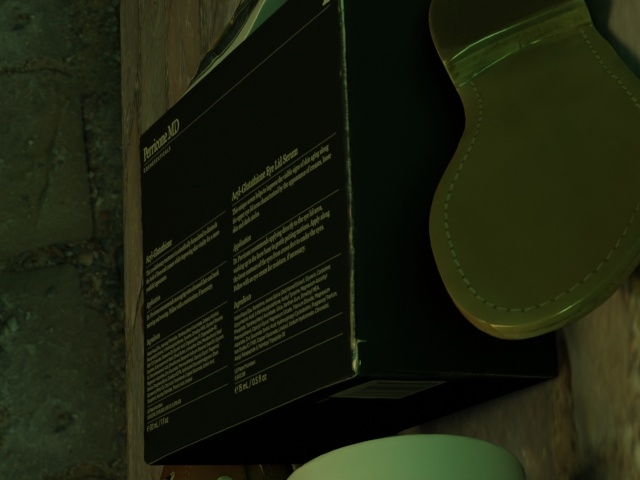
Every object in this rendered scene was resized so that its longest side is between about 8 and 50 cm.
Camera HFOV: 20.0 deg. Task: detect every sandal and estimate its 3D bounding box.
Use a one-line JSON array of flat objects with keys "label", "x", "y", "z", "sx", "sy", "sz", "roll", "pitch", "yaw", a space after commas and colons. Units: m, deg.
[{"label": "sandal", "x": 0.091, "y": -0.021, "z": 0.675, "sx": 0.240, "sy": 0.088, "sz": 0.079, "roll": -93, "pitch": -22, "yaw": -54}]

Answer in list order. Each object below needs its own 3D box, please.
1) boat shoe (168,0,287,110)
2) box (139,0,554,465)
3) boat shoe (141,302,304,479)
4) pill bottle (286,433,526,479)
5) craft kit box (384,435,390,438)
[{"label": "boat shoe", "x": -0.052, "y": -0.116, "z": 1.260, "sx": 0.183, "sy": 0.065, "sz": 0.083, "roll": -51, "pitch": 16, "yaw": 15}, {"label": "box", "x": 0.000, "y": 0.000, "z": 0.871, "sx": 0.261, "sy": 0.103, "sz": 0.184, "roll": 150, "pitch": 119, "yaw": -62}, {"label": "boat shoe", "x": -0.055, "y": 0.156, "z": 1.037, "sx": 0.110, "sy": 0.104, "sz": 0.307, "roll": 103, "pitch": 146, "yaw": -60}, {"label": "pill bottle", "x": 0.043, "y": 0.204, "z": 0.673, "sx": 0.136, "sy": 0.136, "sz": 0.245, "roll": 109, "pitch": 159, "yaw": -57}, {"label": "craft kit box", "x": 0.002, "y": 0.022, "z": 1.123, "sx": 0.246, "sy": 0.061, "sz": 0.249, "roll": 118, "pitch": 151, "yaw": -62}]
